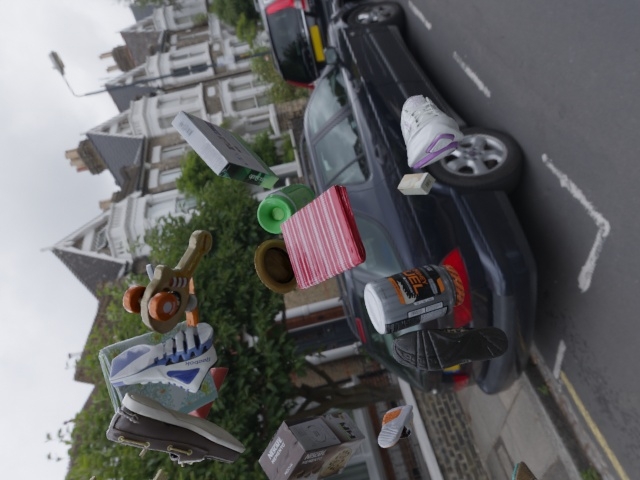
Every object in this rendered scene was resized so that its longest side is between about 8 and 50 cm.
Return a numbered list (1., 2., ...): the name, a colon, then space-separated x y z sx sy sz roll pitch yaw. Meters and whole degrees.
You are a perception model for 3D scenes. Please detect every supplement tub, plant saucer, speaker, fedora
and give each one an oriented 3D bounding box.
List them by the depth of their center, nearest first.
1. speaker: -0.101 -0.108 1.478 0.296 0.131 0.131 -47 -54 -71
2. fedora: -0.157 0.093 1.576 0.079 0.194 0.195 -21 79 48
3. supplement tub: 0.330 0.200 1.622 0.193 0.315 0.194 164 90 -78
4. plant saucer: -0.530 0.632 1.880 0.048 0.258 0.259 56 -149 -27

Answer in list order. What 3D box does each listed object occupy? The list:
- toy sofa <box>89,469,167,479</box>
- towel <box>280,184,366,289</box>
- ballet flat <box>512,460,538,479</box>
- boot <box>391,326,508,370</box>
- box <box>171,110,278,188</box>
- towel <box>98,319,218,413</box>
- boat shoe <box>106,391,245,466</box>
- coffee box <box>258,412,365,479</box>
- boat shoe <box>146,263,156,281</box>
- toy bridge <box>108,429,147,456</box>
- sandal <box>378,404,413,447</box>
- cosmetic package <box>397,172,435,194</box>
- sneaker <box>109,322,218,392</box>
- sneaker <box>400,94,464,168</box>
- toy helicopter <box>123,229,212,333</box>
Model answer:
1. toy sofa: -0.776 1.049 1.826 0.150 0.362 0.177 -65 -39 -67
2. towel: 0.000 0.000 1.157 0.274 0.031 0.199 -30 73 50
3. ballet flat: 0.630 0.814 1.381 0.342 0.124 0.116 -31 -77 -51
4. boot: 0.453 0.379 1.645 0.284 0.377 0.138 45 -145 -73
5. box: -0.286 -0.275 1.443 0.232 0.058 0.322 47 -164 16
6. towel: -0.566 0.480 1.631 0.374 0.090 0.321 -13 -98 -48
7. boat shoe: -0.319 0.450 1.044 0.324 0.097 0.116 38 162 -31
8. coffee box: -0.020 0.649 1.429 0.297 0.168 0.119 17 -161 -48
9. boat shoe: -0.682 0.213 2.059 0.268 0.088 0.096 60 171 0
10. toy bridge: -0.806 0.831 1.935 0.188 0.063 0.026 38 171 -3
11. sandal: 0.265 0.665 1.600 0.265 0.101 0.076 -24 -88 -64
12. cosmetic package: 0.311 -0.184 1.492 0.041 0.060 0.115 36 165 -27
13. sneaker: -0.438 0.384 1.350 0.127 0.315 0.182 -119 11 -61
14. sneaker: 0.211 -0.233 0.962 0.152 0.114 0.305 65 -171 -4
15. toy helicopter: -0.429 0.128 1.444 0.355 0.140 0.235 -67 -31 -28
